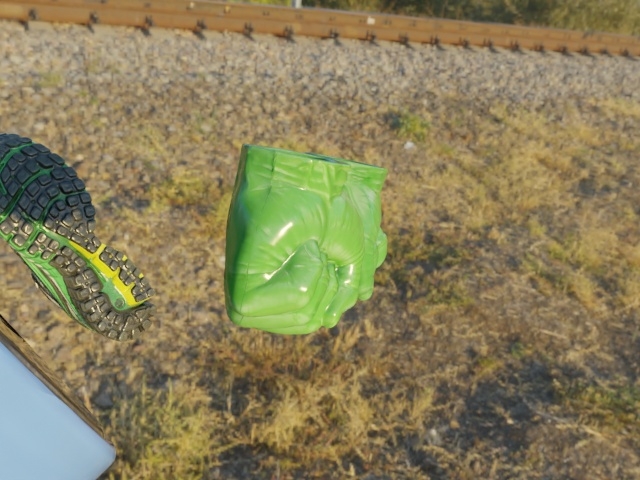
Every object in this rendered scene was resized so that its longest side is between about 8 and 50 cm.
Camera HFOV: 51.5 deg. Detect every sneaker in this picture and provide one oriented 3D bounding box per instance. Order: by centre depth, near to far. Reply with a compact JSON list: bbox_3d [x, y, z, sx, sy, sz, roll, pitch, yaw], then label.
[{"bbox_3d":[-0.387,0.008,0.949,0.146,0.344,0.134,-7,29,43],"label":"sneaker"}]

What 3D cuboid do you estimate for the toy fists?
[{"bbox_3d":[0.000,0.000,0.570,0.096,0.142,0.279,14,9,14],"label":"toy fists"}]

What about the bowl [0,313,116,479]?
[{"bbox_3d":[-0.270,0.018,0.389,0.391,0.391,0.077,26,60,40],"label":"bowl"}]
